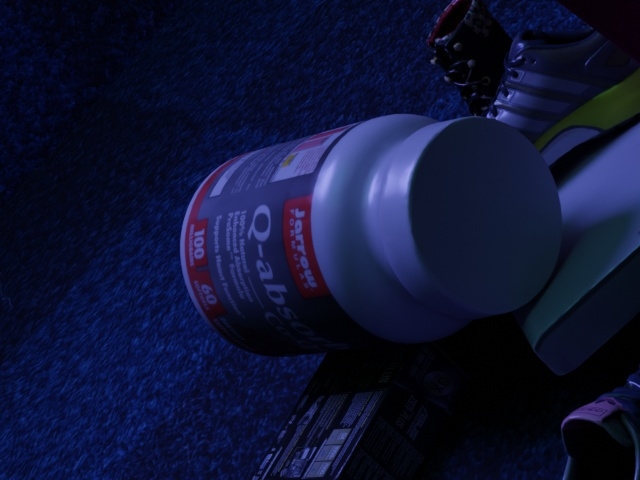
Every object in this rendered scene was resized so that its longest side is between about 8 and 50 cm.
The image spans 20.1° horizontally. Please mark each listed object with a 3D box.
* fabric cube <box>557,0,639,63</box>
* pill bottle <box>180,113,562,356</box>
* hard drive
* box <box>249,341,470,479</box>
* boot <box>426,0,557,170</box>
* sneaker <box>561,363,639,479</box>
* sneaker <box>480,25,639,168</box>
[{"bbox_3d":[0.343,-0.307,1.603,0.258,0.254,0.259,-49,23,24],"label":"fabric cube"},{"bbox_3d":[0.041,-0.004,1.673,0.363,0.210,0.210,-12,40,56],"label":"pill bottle"},{"bbox_3d":[0.259,-0.018,1.646,0.233,0.047,0.353,-43,13,7],"label":"hard drive"},{"bbox_3d":[0.037,0.183,1.726,0.147,0.077,0.180,-13,38,53],"label":"box"},{"bbox_3d":[0.173,-0.135,1.900,0.085,0.178,0.236,-24,31,43],"label":"boot"},{"bbox_3d":[0.250,0.139,1.353,0.112,0.131,0.319,-22,32,45],"label":"sneaker"},{"bbox_3d":[0.203,-0.136,1.762,0.300,0.121,0.111,-33,11,11],"label":"sneaker"}]
